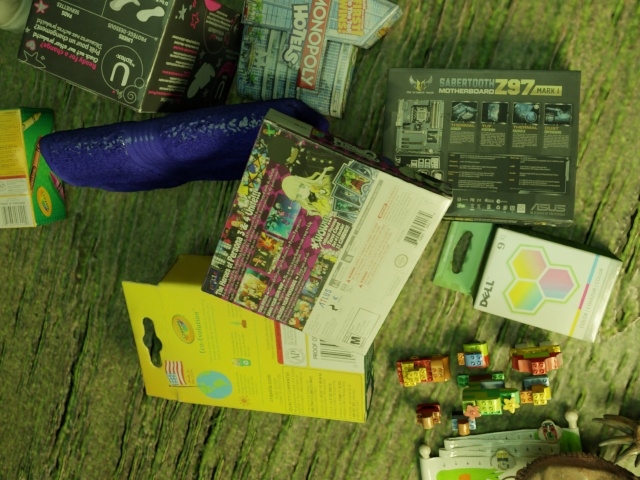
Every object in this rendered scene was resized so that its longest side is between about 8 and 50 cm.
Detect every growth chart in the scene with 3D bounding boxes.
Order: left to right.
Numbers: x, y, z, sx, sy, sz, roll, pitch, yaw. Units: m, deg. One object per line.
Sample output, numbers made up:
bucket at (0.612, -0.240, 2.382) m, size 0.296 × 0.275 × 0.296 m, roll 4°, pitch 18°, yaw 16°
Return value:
growth chart at (0.250, 0.333, 0.975) m, size 0.237 × 0.021 × 0.172 m, roll -16°, pitch 97°, yaw 15°

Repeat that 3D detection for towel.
towel at (-0.150, -0.107, 0.878) m, size 0.308 × 0.227 × 0.076 m, roll -7°, pitch 91°, yaw 12°

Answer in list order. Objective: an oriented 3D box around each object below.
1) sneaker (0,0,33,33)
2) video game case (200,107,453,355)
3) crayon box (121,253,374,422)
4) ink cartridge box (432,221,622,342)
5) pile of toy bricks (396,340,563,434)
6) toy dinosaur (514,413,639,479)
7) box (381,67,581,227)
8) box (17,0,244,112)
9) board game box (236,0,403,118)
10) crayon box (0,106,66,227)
sneaker at (-0.387, -0.415, 0.908) m, size 0.108 × 0.169 × 0.293 m, roll 16°, pitch 101°, yaw 11°
video game case at (0.000, 0.000, 0.782) m, size 0.210 × 0.042 × 0.232 m, roll 22°, pitch 121°, yaw -4°
crayon box at (-0.089, 0.127, 0.952) m, size 0.318 × 0.081 × 0.202 m, roll 4°, pitch 120°, yaw 11°
ink cartridge box at (0.256, 0.042, 0.901) m, size 0.209 × 0.062 × 0.109 m, roll 17°, pitch 103°, yaw 9°
pile of toy bricks at (0.206, 0.197, 0.916) m, size 0.212 × 0.105 × 0.118 m, roll -8°, pitch 98°, yaw 14°
toy dinosaur at (0.330, 0.305, 0.874) m, size 0.295 × 0.127 × 0.200 m, roll -1°, pitch 97°, yaw -6°
box at (0.191, -0.114, 0.868) m, size 0.232 × 0.059 × 0.184 m, roll 3°, pitch 84°, yaw 11°
box at (-0.211, -0.242, 0.857) m, size 0.163 × 0.247 × 0.142 m, roll 23°, pitch 102°, yaw 8°
board game box at (-0.002, -0.260, 0.906) m, size 0.194 × 0.060 × 0.194 m, roll 13°, pitch 102°, yaw 10°
crayon box at (-0.522, -0.099, 1.035) m, size 0.278 × 0.081 × 0.165 m, roll -2°, pitch 99°, yaw 13°
